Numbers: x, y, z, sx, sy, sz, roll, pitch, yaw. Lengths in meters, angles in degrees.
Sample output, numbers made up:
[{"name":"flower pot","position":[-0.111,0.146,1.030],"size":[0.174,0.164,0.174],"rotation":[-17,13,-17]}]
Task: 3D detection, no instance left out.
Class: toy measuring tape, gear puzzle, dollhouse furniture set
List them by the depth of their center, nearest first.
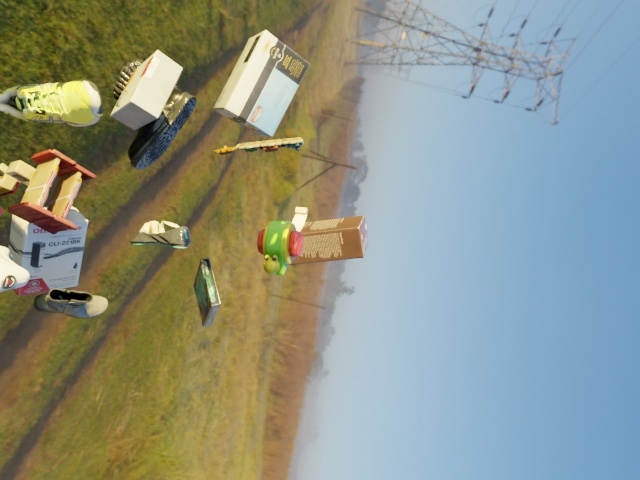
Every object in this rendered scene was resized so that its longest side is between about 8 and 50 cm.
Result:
[{"name":"toy measuring tape","position":[-0.091,-0.033,1.192],"size":[0.330,0.121,0.122],"rotation":[-70,175,-51]},{"name":"dollhouse furniture set","position":[-0.910,-0.132,1.374],"size":[0.152,0.373,0.202],"rotation":[45,46,-52]},{"name":"gear puzzle","position":[-0.230,-0.345,1.654],"size":[0.175,0.338,0.044],"rotation":[-109,-167,-72]}]

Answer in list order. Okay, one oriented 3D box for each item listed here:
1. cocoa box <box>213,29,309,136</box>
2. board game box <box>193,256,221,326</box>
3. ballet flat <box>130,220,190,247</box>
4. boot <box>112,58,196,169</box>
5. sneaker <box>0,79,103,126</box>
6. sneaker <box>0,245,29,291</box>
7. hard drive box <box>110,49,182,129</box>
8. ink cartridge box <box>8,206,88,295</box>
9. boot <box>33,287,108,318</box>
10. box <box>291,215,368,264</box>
[{"name":"cocoa box","position":[-0.248,-0.638,1.835],"size":[0.348,0.227,0.231],"rotation":[-62,-150,2]},{"name":"board game box","position":[-0.298,0.139,1.147],"size":[0.186,0.026,0.126],"rotation":[-54,-130,56]},{"name":"ballet flat","position":[-0.430,-0.018,1.182],"size":[0.074,0.202,0.074],"rotation":[-9,100,-61]},{"name":"boot","position":[-0.636,-0.444,1.558],"size":[0.348,0.260,0.131],"rotation":[-59,-178,-16]},{"name":"sneaker","position":[-0.845,-0.420,1.381],"size":[0.147,0.383,0.145],"rotation":[-42,130,-57]},{"name":"sneaker","position":[-0.826,0.044,1.039],"size":[0.123,0.330,0.146],"rotation":[-66,158,4]},{"name":"hard drive box","position":[-0.539,-0.455,1.360],"size":[0.232,0.089,0.181],"rotation":[2,-112,50]},{"name":"ink cartridge box","position":[-0.929,0.030,1.500],"size":[0.196,0.114,0.273],"rotation":[-10,125,-54]},{"name":"boot","position":[-0.808,0.210,1.482],"size":[0.246,0.161,0.084],"rotation":[15,65,-51]},{"name":"box","position":[0.000,0.000,1.850],"size":[0.191,0.380,0.143],"rotation":[-54,135,-68]}]
